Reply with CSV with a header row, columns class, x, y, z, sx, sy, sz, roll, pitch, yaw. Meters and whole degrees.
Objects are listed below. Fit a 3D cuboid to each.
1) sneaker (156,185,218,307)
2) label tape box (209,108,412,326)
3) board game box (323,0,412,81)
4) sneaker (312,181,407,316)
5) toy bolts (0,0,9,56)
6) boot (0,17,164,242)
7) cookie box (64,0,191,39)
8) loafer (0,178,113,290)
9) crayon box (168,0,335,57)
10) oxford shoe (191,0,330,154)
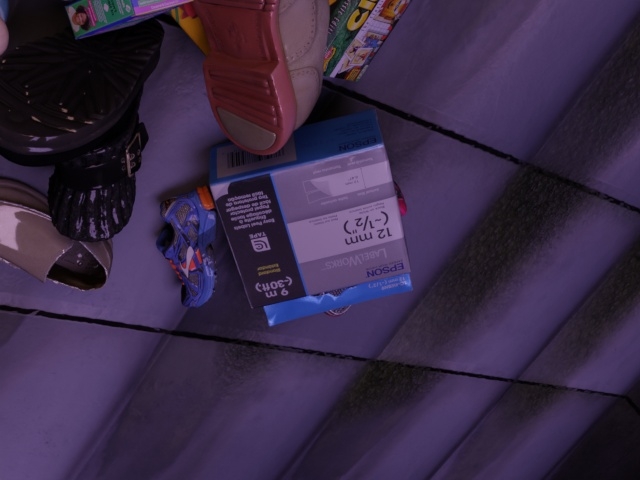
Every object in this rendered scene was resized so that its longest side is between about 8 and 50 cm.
class,x,y,z,sx,sy,sz,roll,pitch,yaw
sneaker,-0.204,0.012,1.496,0.087,0.083,0.221,-5,128,-14
label tape box,0.000,0.000,1.483,0.249,0.115,0.347,-13,125,3
board game box,0.082,-0.332,1.350,0.136,0.030,0.259,-4,134,-57
sneaker,0.052,0.016,1.643,0.121,0.112,0.299,-9,134,-29
toy bolts,-0.435,-0.206,1.034,0.229,0.158,0.218,-15,137,-23
boot,-0.285,-0.100,1.149,0.131,0.348,0.260,24,121,3
cookie box,-0.208,-0.258,1.083,0.092,0.107,0.040,-30,106,-47
loafer,-0.379,-0.002,1.331,0.268,0.092,0.102,21,115,-46
crayon box,-0.100,-0.332,1.211,0.202,0.081,0.318,-39,141,3
oxford shoe,-0.066,-0.299,1.135,0.146,0.140,0.397,-46,147,-41
